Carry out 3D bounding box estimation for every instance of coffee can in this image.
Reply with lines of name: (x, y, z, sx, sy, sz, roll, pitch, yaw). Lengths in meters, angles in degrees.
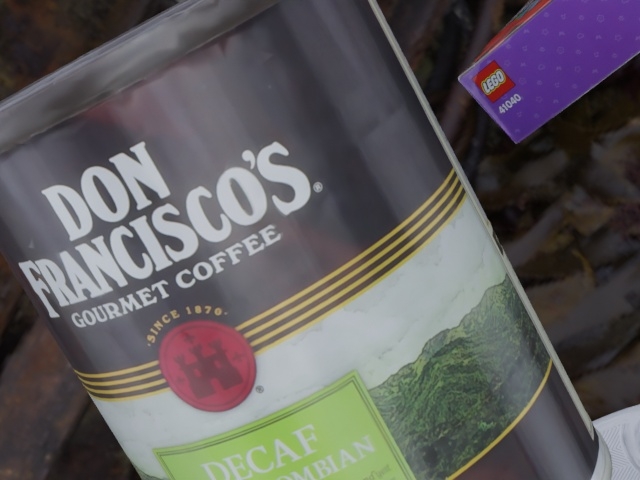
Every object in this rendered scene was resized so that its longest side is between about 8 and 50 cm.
coffee can: (-0.016, 0.025, 0.578, 0.202, 0.275, 0.201, -28, 13, 7)

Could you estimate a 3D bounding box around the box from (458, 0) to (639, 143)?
box: (0.225, -0.190, 0.716, 0.293, 0.057, 0.201, -38, 5, 39)

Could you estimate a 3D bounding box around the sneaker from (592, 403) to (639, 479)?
sneaker: (0.220, 0.142, 0.670, 0.217, 0.121, 0.079, -4, 54, -9)
